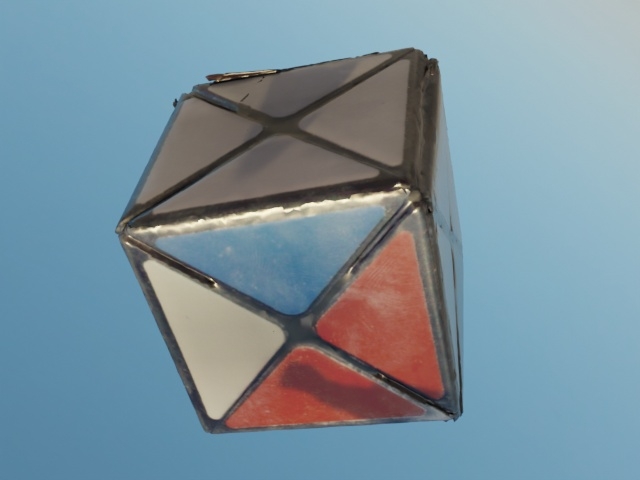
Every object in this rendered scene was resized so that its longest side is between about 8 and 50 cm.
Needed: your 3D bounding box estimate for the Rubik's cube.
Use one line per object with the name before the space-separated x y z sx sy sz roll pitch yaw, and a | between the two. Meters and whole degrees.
Rubik's cube | 0.000 0.000 0.970 0.310 0.305 0.307 -82 -20 -52
